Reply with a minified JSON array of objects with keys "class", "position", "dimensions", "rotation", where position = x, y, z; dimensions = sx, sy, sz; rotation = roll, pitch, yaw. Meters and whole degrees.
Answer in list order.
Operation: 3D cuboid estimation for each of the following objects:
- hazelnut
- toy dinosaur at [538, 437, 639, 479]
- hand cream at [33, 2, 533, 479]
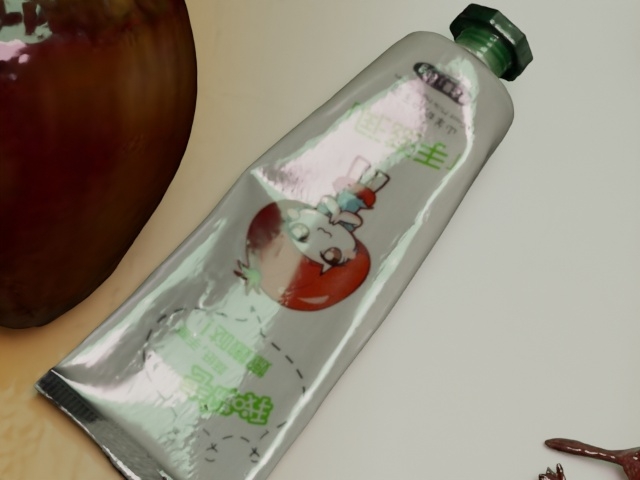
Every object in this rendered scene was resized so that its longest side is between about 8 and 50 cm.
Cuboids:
[{"class":"hazelnut","position":[-0.156,-0.057,0.828],"dimensions":[0.208,0.208,0.208],"rotation":[6,63,-12]},{"class":"toy dinosaur","position":[0.176,0.153,0.891],"dimensions":[0.220,0.032,0.108],"rotation":[1,67,-12]},{"class":"hand cream","position":[0.000,0.000,0.907],"dimensions":[0.121,0.076,0.336],"rotation":[38,67,7]}]
